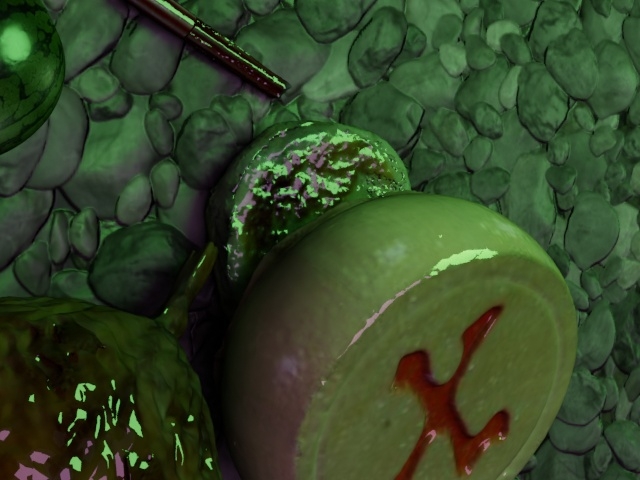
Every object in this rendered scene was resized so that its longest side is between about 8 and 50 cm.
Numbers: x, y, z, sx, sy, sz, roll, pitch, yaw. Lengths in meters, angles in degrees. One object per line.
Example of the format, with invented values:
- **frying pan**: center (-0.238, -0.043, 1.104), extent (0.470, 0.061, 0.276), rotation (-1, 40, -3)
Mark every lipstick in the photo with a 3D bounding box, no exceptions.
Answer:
- **lipstick**: center (-0.099, -0.177, 0.921), extent (0.176, 0.027, 0.027), rotation (32, 77, -31)

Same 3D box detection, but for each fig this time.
- **fig**: center (-0.164, 0.117, 0.781), extent (0.286, 0.286, 0.369), rotation (50, 51, -24)

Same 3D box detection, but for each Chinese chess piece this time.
- **Chinese chess piece**: center (0.072, 0.120, 0.922), extent (0.338, 0.140, 0.338), rotation (-17, 123, -27)

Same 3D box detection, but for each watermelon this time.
- **watermelon**: center (-0.277, -0.115, 0.751), extent (0.187, 0.140, 0.141), rotation (-42, 113, -18)

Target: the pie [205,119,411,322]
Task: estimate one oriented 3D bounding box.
- **pie**: center (0.000, 0.000, 0.976), extent (0.240, 0.054, 0.240), rotation (-2, 95, -30)
